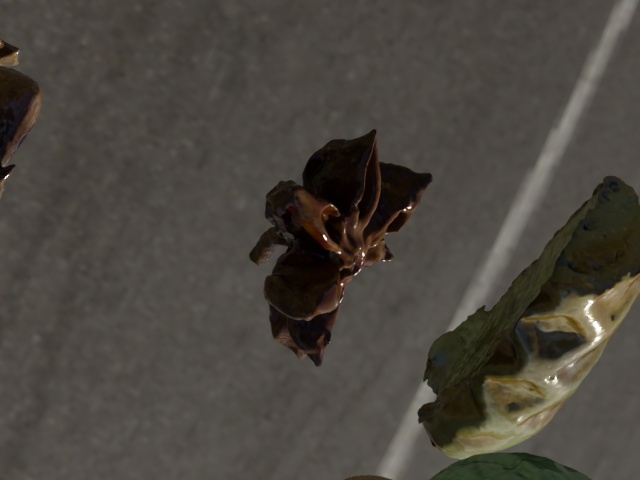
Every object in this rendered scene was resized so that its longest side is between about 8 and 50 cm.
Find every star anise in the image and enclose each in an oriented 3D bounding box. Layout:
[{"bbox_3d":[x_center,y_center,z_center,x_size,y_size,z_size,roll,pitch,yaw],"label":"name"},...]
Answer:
[{"bbox_3d":[0.002,0.003,1.597,0.212,0.111,0.196,-56,174,11],"label":"star anise"}]

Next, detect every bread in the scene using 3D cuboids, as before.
[{"bbox_3d":[0.139,0.056,1.212,0.232,0.088,0.128,-55,-174,51],"label":"bread"}]

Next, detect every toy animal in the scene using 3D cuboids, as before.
[{"bbox_3d":[-0.307,-0.089,1.588,0.089,0.188,0.179,40,44,-49],"label":"toy animal"}]

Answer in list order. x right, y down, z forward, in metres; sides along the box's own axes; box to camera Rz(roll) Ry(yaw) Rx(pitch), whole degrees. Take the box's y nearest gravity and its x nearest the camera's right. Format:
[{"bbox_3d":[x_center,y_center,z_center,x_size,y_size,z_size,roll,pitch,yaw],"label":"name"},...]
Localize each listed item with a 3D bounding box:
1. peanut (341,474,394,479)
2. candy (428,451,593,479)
[{"bbox_3d":[-0.019,0.262,1.258,0.256,0.123,0.124,-44,145,-21],"label":"peanut"},{"bbox_3d":[-0.016,0.144,0.840,0.440,0.119,0.119,9,105,-44],"label":"candy"}]
